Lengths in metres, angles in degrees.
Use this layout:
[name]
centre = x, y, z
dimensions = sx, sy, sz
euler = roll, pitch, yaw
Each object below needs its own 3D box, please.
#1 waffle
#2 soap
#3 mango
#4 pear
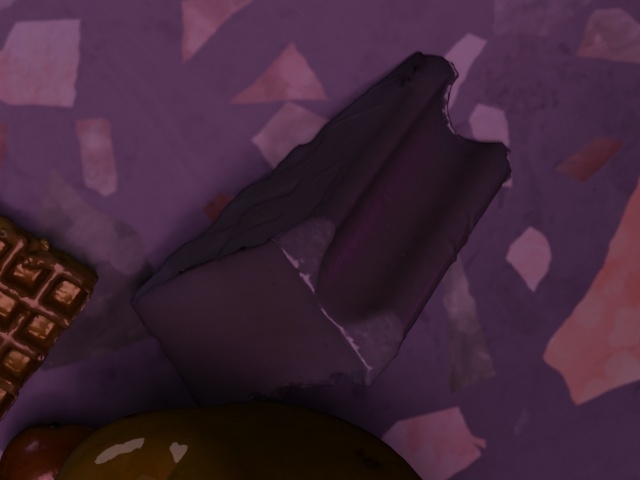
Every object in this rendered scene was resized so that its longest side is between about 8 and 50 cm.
[waffle]
centre = -0.349, 0.062, 1.385
dimensions = 0.219, 0.057, 0.229
euler = 36, 97, -12
[soap]
centre = 0.000, 0.000, 1.422
dimensions = 0.159, 0.258, 0.302
euler = 50, 49, -13
[mango]
centre = -0.219, 0.233, 1.422
dimensions = 0.165, 0.089, 0.115
euler = 35, 95, -17
[pear]
centre = -0.047, 0.316, 1.296
dimensions = 0.362, 0.362, 0.418
euler = -36, 129, 2
